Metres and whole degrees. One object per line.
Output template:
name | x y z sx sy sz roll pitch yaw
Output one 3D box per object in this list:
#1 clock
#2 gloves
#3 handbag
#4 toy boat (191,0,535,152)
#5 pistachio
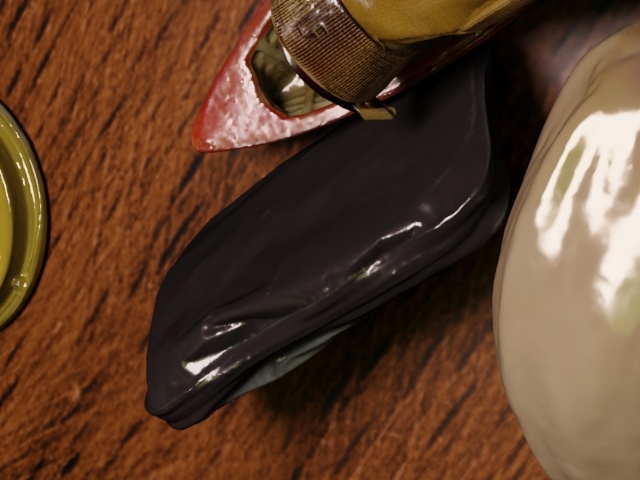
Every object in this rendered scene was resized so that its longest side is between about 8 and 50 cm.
clock | -0.335 -0.023 1.255 0.237 0.057 0.237 5 99 29
gloves | 0.112 -0.182 0.838 0.331 0.154 0.141 -23 72 37
handbag | -0.002 0.002 1.007 0.332 0.192 0.075 -35 119 30
toy boat | 0.066 -0.177 0.989 0.392 0.079 0.136 -38 79 27
pistachio | 0.204 0.023 0.858 0.208 0.226 0.332 30 114 52
